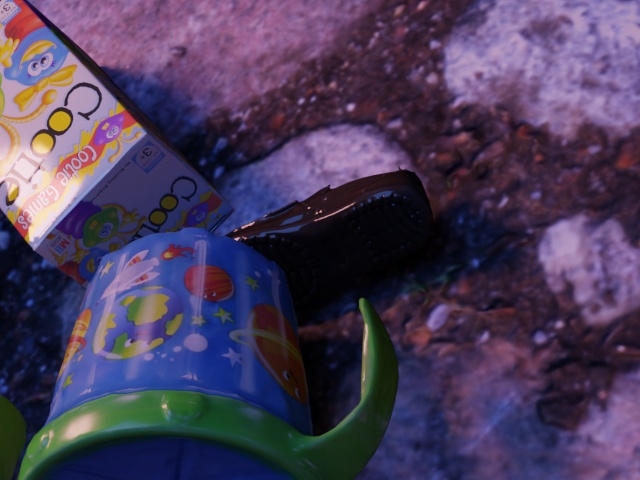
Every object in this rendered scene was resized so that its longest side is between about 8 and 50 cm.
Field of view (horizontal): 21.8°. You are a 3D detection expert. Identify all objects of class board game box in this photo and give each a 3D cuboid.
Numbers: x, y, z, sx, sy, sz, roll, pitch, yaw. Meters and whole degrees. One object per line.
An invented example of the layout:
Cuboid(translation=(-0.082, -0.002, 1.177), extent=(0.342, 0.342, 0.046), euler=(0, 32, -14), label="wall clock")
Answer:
Cuboid(translation=(-0.231, -0.083, 1.522), extent=(0.144, 0.142, 0.275), euler=(-46, 49, 1), label="board game box")

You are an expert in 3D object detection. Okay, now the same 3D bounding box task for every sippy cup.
Cuboid(translation=(-0.107, 0.121, 1.288), extent=(0.305, 0.240, 0.224), euler=(8, 47, -9), label="sippy cup")

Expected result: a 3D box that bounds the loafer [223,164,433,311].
Cuboid(translation=(0.000, 0.000, 1.387), extent=(0.220, 0.080, 0.078), euler=(-18, 23, 24), label="loafer")
